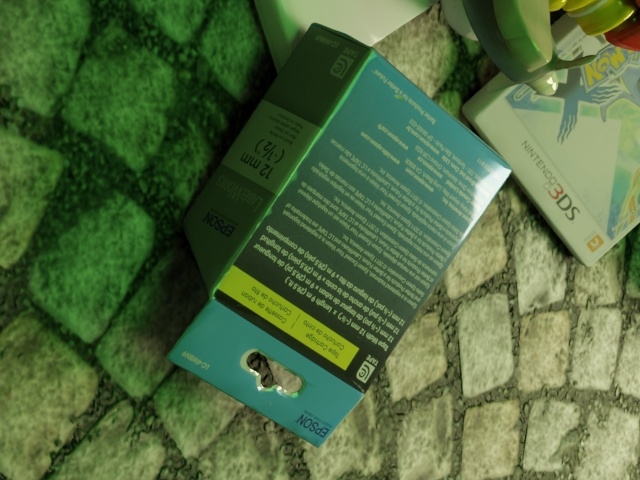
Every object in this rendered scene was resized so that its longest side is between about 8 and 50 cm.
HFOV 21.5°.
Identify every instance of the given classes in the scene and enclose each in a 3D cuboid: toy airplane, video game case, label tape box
[{"bbox_3d":[0.197,-0.317,1.694,0.386,0.272,0.384,-14,62,-49],"label":"toy airplane"},{"bbox_3d":[0.361,-0.165,1.958,0.329,0.036,0.300,-42,128,1],"label":"video game case"},{"bbox_3d":[0.000,0.000,1.658,0.249,0.115,0.347,36,89,-42],"label":"label tape box"}]

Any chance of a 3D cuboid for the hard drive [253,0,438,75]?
[{"bbox_3d":[-0.003,-0.360,1.662,0.233,0.047,0.353,-37,119,-36],"label":"hard drive"}]
